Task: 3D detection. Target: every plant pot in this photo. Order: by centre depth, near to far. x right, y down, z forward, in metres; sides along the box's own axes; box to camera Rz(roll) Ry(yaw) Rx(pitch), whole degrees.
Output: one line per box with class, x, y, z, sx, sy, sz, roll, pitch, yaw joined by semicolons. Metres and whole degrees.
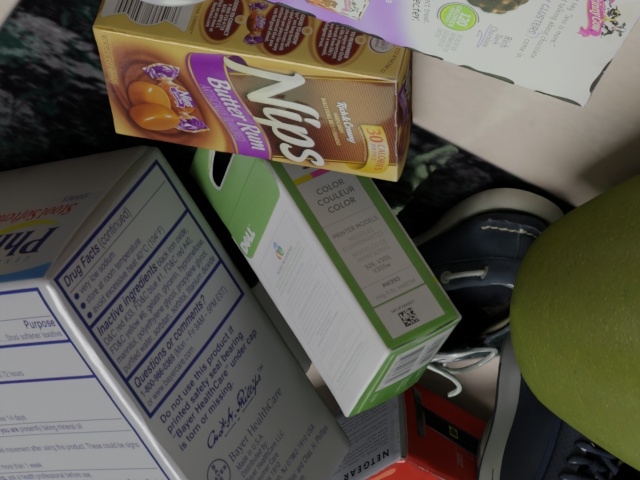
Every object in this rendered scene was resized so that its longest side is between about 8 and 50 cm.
plant pot;0.254;0.049;1.096;0.275;0.274;0.293;36;160;-31

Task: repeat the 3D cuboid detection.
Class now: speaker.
speaker;-0.049;0.056;1.416;0.055;0.055;0.136;3;147;20

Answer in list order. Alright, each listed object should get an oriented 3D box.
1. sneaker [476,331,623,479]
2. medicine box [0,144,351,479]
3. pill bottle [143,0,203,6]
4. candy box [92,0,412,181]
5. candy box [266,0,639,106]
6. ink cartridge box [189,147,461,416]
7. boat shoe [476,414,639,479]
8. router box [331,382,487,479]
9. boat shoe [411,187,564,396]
sneaker;0.196;0.144;1.285;0.163;0.226;0.086;-12;146;34
medicine box;-0.170;0.100;1.360;0.263;0.149;0.289;-7;124;41
pill bottle;-0.084;-0.201;0.972;0.087;0.087;0.160;8;149;14
candy box;-0.038;-0.099;1.156;0.187;0.053;0.109;9;149;9
candy box;0.078;-0.166;0.973;0.196;0.070;0.165;19;150;-4
ink cartridge box;0.000;0.000;1.247;0.209;0.062;0.109;57;154;16
boat shoe;0.211;0.230;1.360;0.123;0.324;0.116;-9;144;-28
router box;0.053;0.271;1.590;0.301;0.082;0.335;31;130;-33
boat shoe;0.087;0.049;1.316;0.095;0.079;0.254;25;149;-19
